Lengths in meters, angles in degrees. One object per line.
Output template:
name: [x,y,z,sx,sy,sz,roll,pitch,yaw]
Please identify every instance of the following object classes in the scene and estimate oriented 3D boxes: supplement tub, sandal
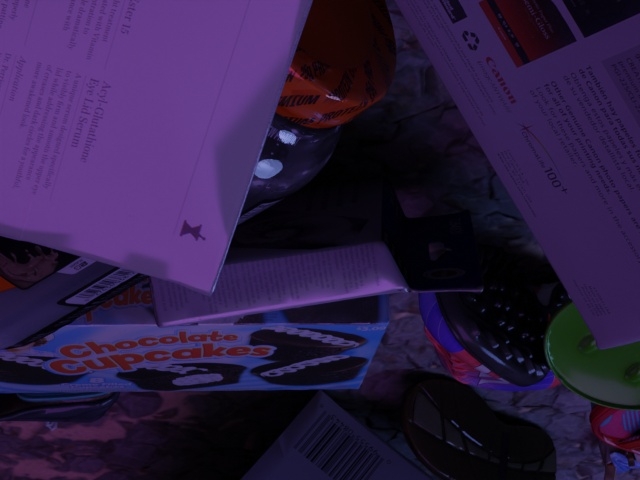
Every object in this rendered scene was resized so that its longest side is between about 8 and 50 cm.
supplement tub: [-0.130,-0.082,1.206,0.338,0.207,0.207,-30,139,31]
sandal: [0.141,0.190,1.781,0.060,0.090,0.219,-5,161,42]

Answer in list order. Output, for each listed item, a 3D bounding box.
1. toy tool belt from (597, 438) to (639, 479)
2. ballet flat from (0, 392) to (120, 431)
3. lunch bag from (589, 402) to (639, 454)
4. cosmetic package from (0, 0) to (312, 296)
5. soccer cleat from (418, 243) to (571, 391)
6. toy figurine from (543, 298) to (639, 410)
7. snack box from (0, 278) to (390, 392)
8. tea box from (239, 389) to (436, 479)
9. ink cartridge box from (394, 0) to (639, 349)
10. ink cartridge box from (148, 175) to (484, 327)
toy tool belt: [0.309,0.203,1.829,0.083,0.051,0.052,-16,145,16]
ballet flat: [-0.274,0.132,1.634,0.203,0.074,0.074,1,146,-14]
lunch bag: [0.370,0.090,1.619,0.258,0.120,0.293,23,138,-28]
cosmetic package: [-0.133,-0.185,0.965,0.284,0.097,0.377,17,115,-7]
soccer cleat: [0.128,0.075,1.506,0.116,0.109,0.318,-17,167,21]
toy figurine: [0.254,0.018,1.451,0.130,0.159,0.173,30,132,-15]
snack box: [-0.116,0.072,1.537,0.322,0.060,0.187,0,159,-7]
tea box: [0.020,0.375,1.770,0.329,0.220,0.323,39,141,6]
ink cartridge box: [0.198,-0.117,1.042,0.130,0.309,0.272,-36,-171,-32]
ink cartridge box: [0.000,0.000,1.365,0.224,0.223,0.045,-7,104,3]
